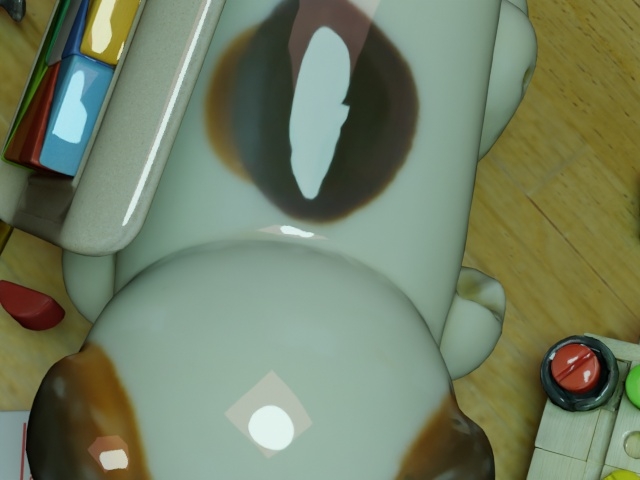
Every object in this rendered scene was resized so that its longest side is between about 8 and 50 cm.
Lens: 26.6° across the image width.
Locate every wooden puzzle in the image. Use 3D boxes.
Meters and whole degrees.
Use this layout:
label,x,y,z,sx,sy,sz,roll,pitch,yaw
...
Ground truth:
label,x,y,z,sx,sy,sz,roll,pitch,yaw
wooden puzzle,-0.106,-0.107,0.662,0.044,0.239,0.221,21,86,-24

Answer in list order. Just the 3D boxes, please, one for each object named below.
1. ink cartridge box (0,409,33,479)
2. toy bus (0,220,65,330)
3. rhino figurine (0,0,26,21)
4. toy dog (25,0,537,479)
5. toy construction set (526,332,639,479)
label,x,y,z,sx,sy,sz,roll,pitch,yaw
ink cartridge box,-0.209,0.160,0.809,0.181,0.061,0.104,0,54,-7
toy bus,-0.242,-0.035,0.816,0.202,0.191,0.104,5,65,41
rhino figurine,-0.246,-0.172,0.878,0.106,0.073,0.243,6,48,-3
toy dog,0.000,0.000,0.737,0.284,0.395,0.408,14,64,-12
toy construction set,0.230,0.167,0.830,0.215,0.151,0.327,13,62,22
